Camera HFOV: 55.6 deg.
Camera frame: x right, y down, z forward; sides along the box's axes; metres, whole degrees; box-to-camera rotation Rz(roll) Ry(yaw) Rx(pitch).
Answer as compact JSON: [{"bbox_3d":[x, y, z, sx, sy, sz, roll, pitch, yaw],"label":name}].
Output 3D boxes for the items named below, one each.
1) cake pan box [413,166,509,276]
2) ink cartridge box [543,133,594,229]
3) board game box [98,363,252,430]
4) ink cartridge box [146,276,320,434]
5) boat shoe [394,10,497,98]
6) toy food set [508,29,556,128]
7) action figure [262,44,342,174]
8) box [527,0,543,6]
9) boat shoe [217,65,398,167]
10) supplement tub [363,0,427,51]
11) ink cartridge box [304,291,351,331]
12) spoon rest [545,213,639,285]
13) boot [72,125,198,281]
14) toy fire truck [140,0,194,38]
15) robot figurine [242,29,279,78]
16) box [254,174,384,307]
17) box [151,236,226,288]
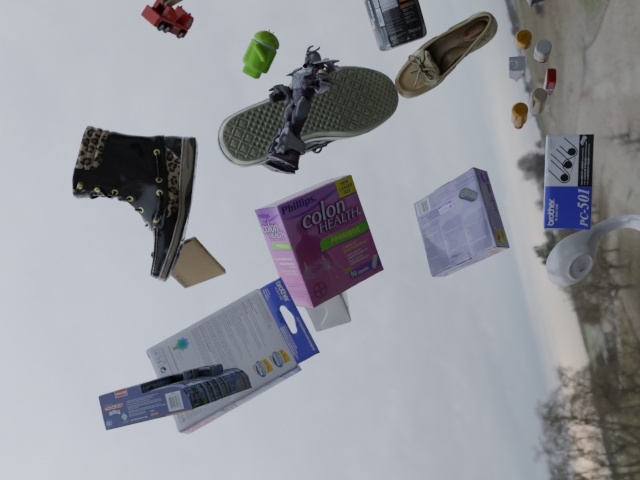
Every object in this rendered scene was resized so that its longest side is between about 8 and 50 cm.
[{"bbox_3d":[0.399,-0.044,1.773,0.070,0.267,0.246,7,-117,-37],"label":"cake pan box"},{"bbox_3d":[0.545,-0.128,1.336,0.046,0.097,0.207,-1,-88,-72],"label":"ink cartridge box"},{"bbox_3d":[-0.222,0.245,1.003,0.194,0.194,0.060,-2,-106,-61],"label":"board game box"},{"bbox_3d":[-0.171,0.227,1.209,0.186,0.311,0.065,60,180,24],"label":"ink cartridge box"},{"bbox_3d":[0.295,-0.455,1.474,0.104,0.285,0.089,53,-158,2],"label":"boat shoe"},{"bbox_3d":[0.535,-0.406,1.542,0.104,0.111,0.232,39,-128,-71],"label":"toy food set"},{"bbox_3d":[-0.047,-0.287,1.287,0.099,0.185,0.285,19,-101,-26],"label":"action figure"},{"bbox_3d":[0.717,-0.884,1.906,0.143,0.165,0.270,68,-168,10],"label":"box"},{"bbox_3d":[-0.033,-0.315,1.560,0.187,0.500,0.156,68,165,-6],"label":"boat shoe"},{"bbox_3d":[0.158,-0.528,1.345,0.117,0.117,0.190,-53,-54,-63],"label":"supplement tub"},{"bbox_3d":[-0.003,0.091,1.892,0.353,0.119,0.207,-97,-14,-61],"label":"ink cartridge box"},{"bbox_3d":[0.685,0.017,1.529,0.137,0.276,0.084,62,178,-29],"label":"spoon rest"},{"bbox_3d":[-0.473,-0.100,1.532,0.138,0.284,0.377,-152,72,-79],"label":"boot"},{"bbox_3d":[-0.328,-0.530,1.344,0.047,0.135,0.192,42,-164,8],"label":"toy fire truck"},{"bbox_3d":[-0.139,-0.437,1.417,0.067,0.115,0.101,29,-164,0],"label":"robot figurine"},{"bbox_3d":[0.000,0.000,1.402,0.213,0.117,0.243,-25,-80,-29],"label":"box"},{"bbox_3d":[-0.429,0.075,1.987,0.201,0.164,0.021,56,-161,-46],"label":"box"}]
